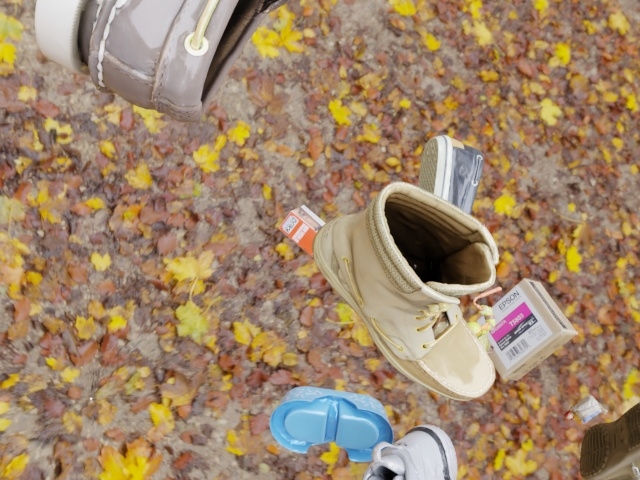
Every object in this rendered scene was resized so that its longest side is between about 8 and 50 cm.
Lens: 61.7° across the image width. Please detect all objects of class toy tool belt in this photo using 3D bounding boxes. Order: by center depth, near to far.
[{"bbox_3d":[0.618,0.403,1.246,0.051,0.083,0.052,46,25,11],"label":"toy tool belt"}]

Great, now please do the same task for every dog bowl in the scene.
[{"bbox_3d":[0.029,0.442,1.312,0.298,0.074,0.165,7,115,3],"label":"dog bowl"}]

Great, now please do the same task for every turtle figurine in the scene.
[{"bbox_3d":[0.370,0.251,1.270,0.269,0.087,0.217,-43,138,-29],"label":"turtle figurine"}]

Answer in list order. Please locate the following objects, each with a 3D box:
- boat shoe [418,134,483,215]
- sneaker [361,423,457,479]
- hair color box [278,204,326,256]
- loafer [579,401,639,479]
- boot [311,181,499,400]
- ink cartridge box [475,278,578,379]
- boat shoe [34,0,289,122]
[{"bbox_3d":[0.335,-0.021,1.418,0.156,0.187,0.499,5,95,-13],"label":"boat shoe"},{"bbox_3d":[0.165,0.539,0.987,0.210,0.137,0.365,13,70,-47],"label":"sneaker"},{"bbox_3d":[0.000,0.000,1.159,0.167,0.053,0.093,39,19,4],"label":"hair color box"},{"bbox_3d":[0.287,0.194,0.492,0.050,0.148,0.056,18,58,8],"label":"loafer"},{"bbox_3d":[0.116,0.064,0.531,0.095,0.203,0.262,-42,93,-20],"label":"boot"},{"bbox_3d":[0.577,0.257,1.544,0.088,0.234,0.193,13,37,-37],"label":"ink cartridge box"},{"bbox_3d":[-0.045,-0.205,0.369,0.097,0.116,0.324,31,57,-4],"label":"boat shoe"}]
